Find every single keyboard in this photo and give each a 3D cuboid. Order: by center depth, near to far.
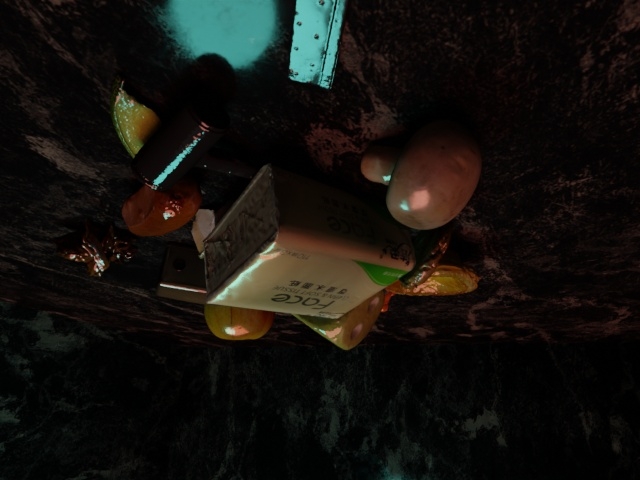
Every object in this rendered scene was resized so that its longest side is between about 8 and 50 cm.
[{"bbox_3d":[0.000,-0.299,0.530,0.072,0.023,0.231,12,155,-4],"label":"keyboard"}]

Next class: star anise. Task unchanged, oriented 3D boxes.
[{"bbox_3d":[-0.673,0.023,1.197,0.238,0.148,0.346,14,164,-27],"label":"star anise"}]

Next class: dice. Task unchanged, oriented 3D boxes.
[{"bbox_3d":[0.048,0.192,1.284,0.238,0.233,0.227,28,169,32],"label":"dice"}]

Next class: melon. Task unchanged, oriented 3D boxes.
[{"bbox_3d":[-0.328,-0.203,0.758,0.114,0.053,0.261,-4,157,-2],"label":"melon"},{"bbox_3d":[-0.305,-0.012,1.121,0.093,0.139,0.202,21,163,16],"label":"melon"}]

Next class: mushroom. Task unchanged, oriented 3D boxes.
[{"bbox_3d":[0.194,-0.124,0.739,0.207,0.209,0.206,-9,120,-16],"label":"mushroom"}]

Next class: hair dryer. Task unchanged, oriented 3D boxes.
[{"bbox_3d":[-0.201,-0.167,0.780,0.197,0.089,0.251,-33,154,33],"label":"hair dryer"}]

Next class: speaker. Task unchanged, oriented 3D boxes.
[{"bbox_3d":[-0.429,0.121,1.375,0.231,0.153,0.192,13,155,-22],"label":"speaker"}]

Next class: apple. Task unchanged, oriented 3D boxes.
[{"bbox_3d":[-0.317,0.277,1.583,0.286,0.232,0.286,-5,169,-1],"label":"apple"}]

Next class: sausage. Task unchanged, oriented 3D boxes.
[{"bbox_3d":[-0.374,-0.079,0.950,0.259,0.133,0.133,-20,147,41],"label":"sausage"}]

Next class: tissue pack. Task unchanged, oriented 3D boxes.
[{"bbox_3d":[-0.028,0.033,0.961,0.405,0.205,0.332,15,141,-36],"label":"tissue pack"}]

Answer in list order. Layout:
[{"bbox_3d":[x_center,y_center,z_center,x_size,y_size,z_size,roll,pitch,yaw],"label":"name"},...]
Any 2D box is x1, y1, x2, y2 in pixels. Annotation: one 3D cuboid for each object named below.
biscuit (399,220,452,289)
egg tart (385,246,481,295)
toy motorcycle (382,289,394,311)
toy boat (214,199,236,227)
[{"bbox_3d":[0.265,0.028,1.006,0.042,0.225,0.226,27,154,-1],"label":"biscuit"},{"bbox_3d":[0.330,0.090,1.243,0.319,0.128,0.319,3,159,1],"label":"egg tart"},{"bbox_3d":[0.175,0.220,1.549,0.221,0.147,0.326,-5,162,-47],"label":"toy motorcycle"},{"bbox_3d":[-0.190,-0.044,1.069,0.155,0.084,0.227,-26,153,18],"label":"toy boat"}]
